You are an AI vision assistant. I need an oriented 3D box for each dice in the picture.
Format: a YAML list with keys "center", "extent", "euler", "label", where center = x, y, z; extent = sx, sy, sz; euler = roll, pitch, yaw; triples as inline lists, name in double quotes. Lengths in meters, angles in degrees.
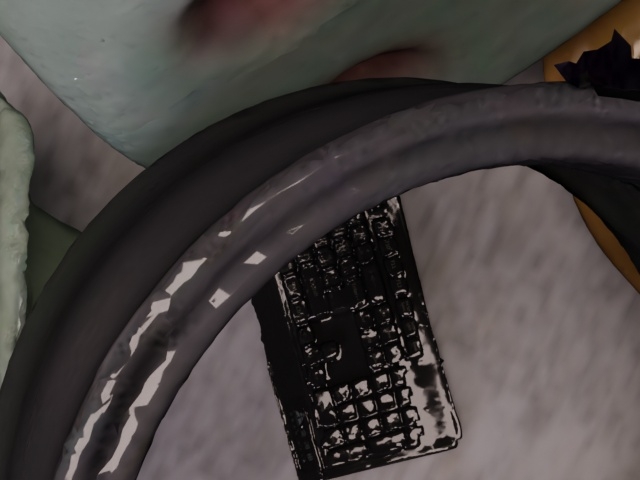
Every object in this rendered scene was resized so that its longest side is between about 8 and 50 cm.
- center: [-0.016, -0.196, 0.629]
  extent: [0.268, 0.262, 0.264]
  euler: [-32, 71, 9]
  label: "dice"

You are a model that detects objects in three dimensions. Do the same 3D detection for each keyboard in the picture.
- center: [0.000, 0.000, 0.751]
  extent: [0.074, 0.015, 0.196]
  euler: [-15, 82, 5]
  label: "keyboard"

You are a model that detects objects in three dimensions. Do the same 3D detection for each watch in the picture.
- center: [0.073, 0.097, 0.568]
  extent: [0.335, 0.314, 0.327]
  euler: [-27, 104, -11]
  label: "watch"

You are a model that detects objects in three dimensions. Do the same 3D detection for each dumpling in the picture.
- center: [-0.120, 0.049, 0.702]
  extent: [0.153, 0.108, 0.219]
  euler: [7, 98, 44]
  label: "dumpling"

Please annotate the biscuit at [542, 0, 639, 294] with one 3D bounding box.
- center: [0.256, -0.104, 0.715]
  extent: [0.351, 0.057, 0.312]
  euler: [-22, 83, 4]
  label: "biscuit"
